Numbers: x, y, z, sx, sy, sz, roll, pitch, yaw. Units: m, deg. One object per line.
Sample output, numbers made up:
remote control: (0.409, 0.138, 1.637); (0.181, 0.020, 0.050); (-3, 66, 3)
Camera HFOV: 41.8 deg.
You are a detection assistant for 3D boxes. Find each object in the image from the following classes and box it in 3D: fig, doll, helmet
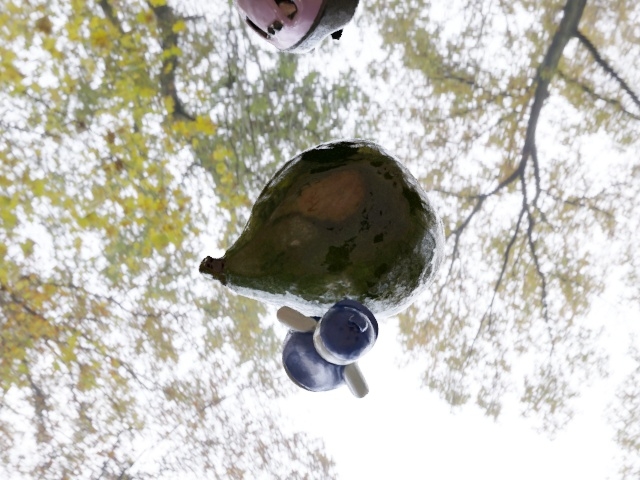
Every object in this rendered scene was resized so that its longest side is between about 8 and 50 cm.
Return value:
fig: (0.000, 0.000, 0.857); (0.245, 0.195, 0.195); (-24, -115, 2)
doll: (0.007, 0.082, 0.653); (0.099, 0.143, 0.057); (44, -117, 3)
helmet: (-0.038, -0.355, 1.021); (0.154, 0.198, 0.253); (-2, -101, -32)
